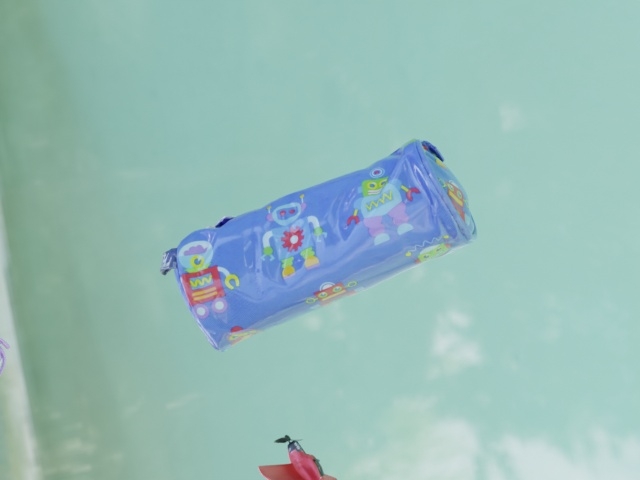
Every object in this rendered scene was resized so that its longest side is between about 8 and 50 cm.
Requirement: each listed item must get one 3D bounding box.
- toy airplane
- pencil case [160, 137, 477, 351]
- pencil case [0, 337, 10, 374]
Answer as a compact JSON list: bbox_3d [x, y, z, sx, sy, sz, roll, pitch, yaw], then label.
[{"bbox_3d":[0.002,0.248,1.492,0.028,0.151,0.151,-43,45,16],"label":"toy airplane"},{"bbox_3d":[0.000,0.000,1.526,0.119,0.306,0.133,42,-152,-63],"label":"pencil case"},{"bbox_3d":[-0.372,0.071,1.384,0.206,0.088,0.086,37,167,29],"label":"pencil case"}]
